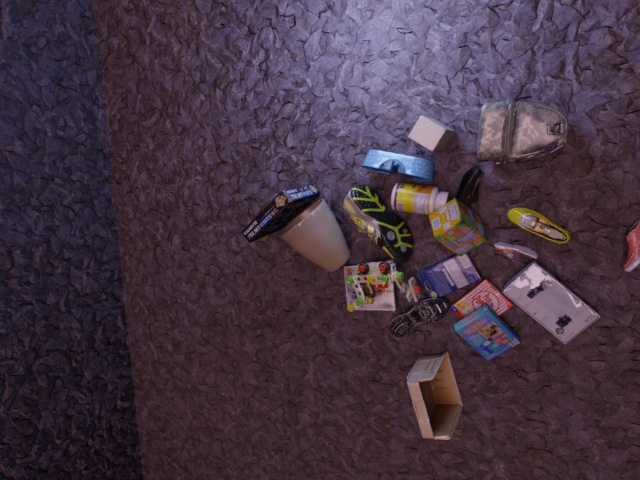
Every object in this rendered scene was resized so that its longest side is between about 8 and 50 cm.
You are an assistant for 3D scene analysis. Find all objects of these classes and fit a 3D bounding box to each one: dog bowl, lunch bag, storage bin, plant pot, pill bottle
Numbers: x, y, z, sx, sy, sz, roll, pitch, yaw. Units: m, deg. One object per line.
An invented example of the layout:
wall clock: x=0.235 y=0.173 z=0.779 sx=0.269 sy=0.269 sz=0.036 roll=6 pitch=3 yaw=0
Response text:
dog bowl: x=0.314 y=-0.301 z=1.680 sx=0.298 sy=0.166 sz=0.073 roll=16 pitch=96 yaw=22
lunch bag: x=0.676 y=-0.365 z=1.407 sx=0.256 sy=0.305 sz=0.212 roll=4 pitch=104 yaw=26
storage bin: x=0.479 y=0.642 z=1.756 sx=0.123 sy=0.260 sz=0.261 roll=-13 pitch=96 yaw=31
plant pot: x=0.000 y=0.000 z=1.865 sx=0.257 sy=0.256 sz=0.274 roll=-34 pitch=102 yaw=28
pill bottle: x=0.401 y=-0.166 z=1.687 sx=0.215 sy=0.117 sz=0.117 roll=10 pitch=106 yaw=23

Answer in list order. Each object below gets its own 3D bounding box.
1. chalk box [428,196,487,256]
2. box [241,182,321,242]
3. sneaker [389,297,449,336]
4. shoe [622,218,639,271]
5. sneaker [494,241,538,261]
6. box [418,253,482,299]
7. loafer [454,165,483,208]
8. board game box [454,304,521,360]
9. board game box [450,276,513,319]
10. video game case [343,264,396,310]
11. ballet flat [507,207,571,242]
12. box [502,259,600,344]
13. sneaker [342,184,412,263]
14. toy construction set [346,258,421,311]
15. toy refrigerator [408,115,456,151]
chalk box: x=0.543 y=-0.039 z=1.610 sx=0.213 sy=0.132 sz=0.132 roll=29 pitch=131 yaw=-27
box: x=-0.171 y=-0.129 z=1.868 sx=0.293 sy=0.296 sz=0.073 roll=-42 pitch=85 yaw=28
sneaker: x=0.423 y=0.317 z=1.798 sx=0.272 sy=0.108 sz=0.100 roll=-31 pitch=84 yaw=21
shoe: x=1.077 y=0.017 z=1.441 sx=0.081 sy=0.063 sz=0.177 roll=32 pitch=108 yaw=17
sneaker: x=0.748 y=0.053 z=1.612 sx=0.158 sy=0.061 sz=0.064 roll=18 pitch=120 yaw=31
box: x=0.534 y=0.146 z=1.740 sx=0.225 sy=0.037 sz=0.136 roll=-30 pitch=87 yaw=28
loafer: x=0.579 y=-0.184 z=1.631 sx=0.079 sy=0.080 sz=0.219 roll=17 pitch=120 yaw=-3
board game box: x=0.668 y=0.372 z=1.679 sx=0.210 sy=0.047 sz=0.160 roll=42 pitch=116 yaw=-14
board game box: x=0.653 y=0.262 z=1.704 sx=0.147 sy=0.045 sz=0.193 roll=45 pitch=116 yaw=8
video game case: x=0.221 y=0.212 z=1.883 sx=0.227 sy=0.026 sz=0.206 roll=-3 pitch=96 yaw=25
ballet flat: x=0.805 y=-0.055 z=1.542 sx=0.231 sy=0.077 sz=0.077 roll=30 pitch=113 yaw=17
box: x=0.858 y=0.224 z=1.575 sx=0.290 sy=0.087 sz=0.169 roll=41 pitch=115 yaw=11
sneaker: x=0.247 y=-0.062 z=1.797 sx=0.384 sy=0.145 sz=0.147 roll=53 pitch=150 yaw=2
toy construction set: x=0.251 y=0.190 z=1.768 sx=0.328 sy=0.151 sz=0.214 roll=-8 pitch=93 yaw=25
toy refrigerator: x=0.415 y=-0.387 z=1.544 sx=0.102 sy=0.270 sz=0.094 roll=35 pitch=115 yaw=14
